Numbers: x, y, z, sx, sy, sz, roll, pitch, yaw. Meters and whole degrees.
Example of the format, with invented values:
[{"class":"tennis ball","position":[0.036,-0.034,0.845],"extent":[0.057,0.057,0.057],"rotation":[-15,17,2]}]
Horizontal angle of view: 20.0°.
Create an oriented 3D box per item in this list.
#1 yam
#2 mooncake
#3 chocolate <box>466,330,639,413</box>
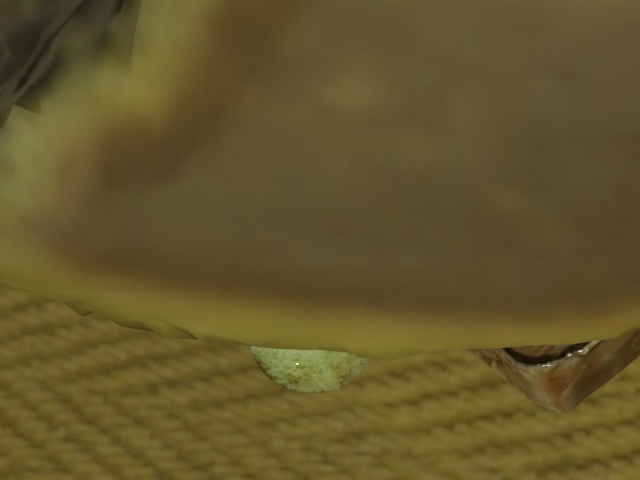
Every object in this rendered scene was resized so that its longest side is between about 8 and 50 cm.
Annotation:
[{"class":"yam","position":[0.000,0.000,0.928],"extent":[0.068,0.068,0.169],"rotation":[-22,31,20]},{"class":"mooncake","position":[0.008,-0.162,0.456],"extent":[0.394,0.393,0.246],"rotation":[-26,30,35]},{"class":"chocolate","position":[0.150,0.023,1.246],"extent":[0.148,0.093,0.214],"rotation":[-41,48,-7]}]
